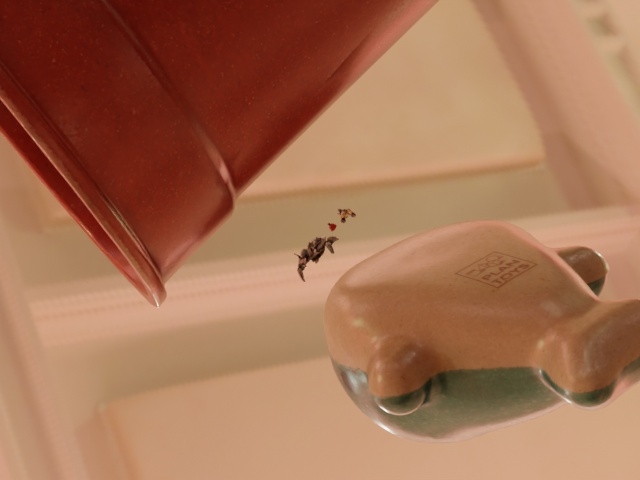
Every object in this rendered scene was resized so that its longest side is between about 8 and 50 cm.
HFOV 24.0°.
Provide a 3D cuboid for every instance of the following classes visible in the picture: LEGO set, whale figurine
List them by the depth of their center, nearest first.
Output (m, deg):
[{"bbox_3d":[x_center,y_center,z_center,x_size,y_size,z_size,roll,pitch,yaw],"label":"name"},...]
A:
[{"bbox_3d":[0.125,0.079,1.034,0.216,0.272,0.141,-27,-67,-33],"label":"whale figurine"},{"bbox_3d":[-0.001,-0.001,1.434,0.023,0.054,0.083,38,-120,-20],"label":"LEGO set"}]

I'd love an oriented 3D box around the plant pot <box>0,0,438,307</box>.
[{"bbox_3d":[-0.075,-0.151,0.831,0.265,0.272,0.272,-40,-101,-9],"label":"plant pot"}]
